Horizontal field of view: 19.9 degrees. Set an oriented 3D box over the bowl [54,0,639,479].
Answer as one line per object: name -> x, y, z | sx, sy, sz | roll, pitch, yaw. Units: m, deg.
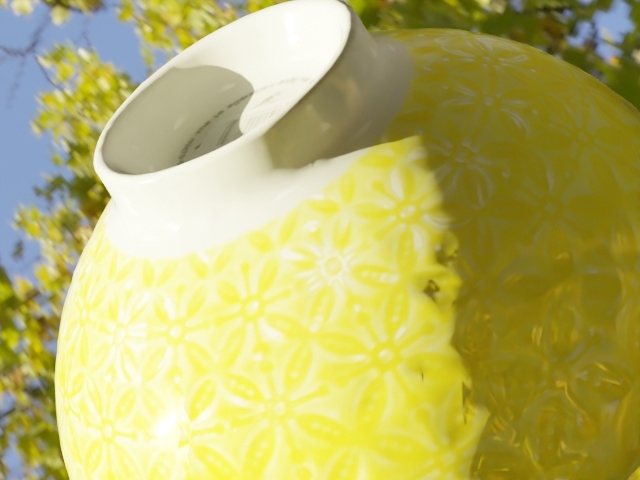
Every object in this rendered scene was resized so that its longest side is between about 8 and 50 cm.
bowl -> 0.000, 0.000, 0.718 | 0.289, 0.289, 0.156 | -36, -63, -8
